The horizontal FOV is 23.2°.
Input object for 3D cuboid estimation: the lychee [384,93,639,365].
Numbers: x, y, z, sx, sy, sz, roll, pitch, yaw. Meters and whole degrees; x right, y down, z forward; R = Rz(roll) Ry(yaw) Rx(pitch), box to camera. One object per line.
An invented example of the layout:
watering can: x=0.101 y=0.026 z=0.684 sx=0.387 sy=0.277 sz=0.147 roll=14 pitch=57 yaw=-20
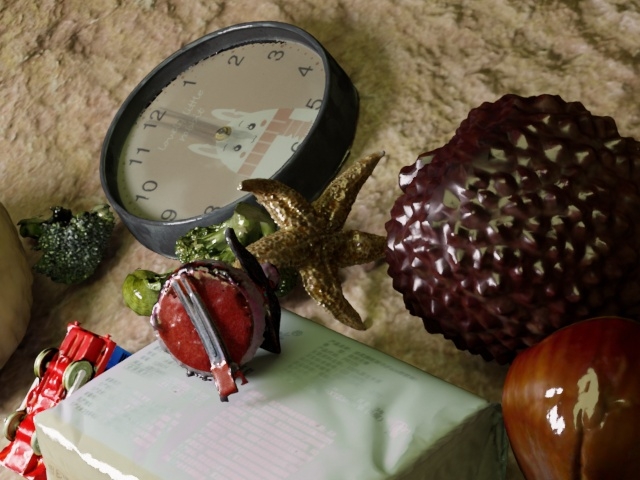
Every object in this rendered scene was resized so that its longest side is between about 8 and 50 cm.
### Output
lychee: x=0.226 y=-0.007 z=1.702 sx=0.330 sy=0.306 sz=0.306 roll=35 pitch=75 yaw=20

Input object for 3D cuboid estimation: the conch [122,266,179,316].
conch: x=-0.216 y=0.060 z=2.066 sx=0.089 sy=0.074 sz=0.121 roll=-40 pitch=3 yaw=-25

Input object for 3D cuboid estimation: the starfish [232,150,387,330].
starfish: x=0.000 y=0.000 z=1.922 sx=0.277 sy=0.236 sz=0.062 roll=-41 pitch=-1 yaw=-30

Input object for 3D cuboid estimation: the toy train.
toy train: x=-0.317 y=0.212 z=1.974 sx=0.083 sy=0.131 sz=0.204 roll=19 pitch=77 yaw=35

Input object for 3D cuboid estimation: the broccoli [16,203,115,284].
broccoli: x=-0.374 y=-0.006 z=2.216 sx=0.204 sy=0.118 sz=0.122 roll=17 pitch=94 yaw=57

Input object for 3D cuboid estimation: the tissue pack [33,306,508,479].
tissue pack: x=-0.054 y=0.250 z=1.663 sx=0.332 sy=0.205 sz=0.405 roll=-31 pitch=35 yaw=-33

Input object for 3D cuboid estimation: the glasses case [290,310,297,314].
glasses case: x=-0.092 y=0.142 z=1.944 sx=0.164 sy=0.041 sz=0.063 roll=-29 pitch=43 yaw=9

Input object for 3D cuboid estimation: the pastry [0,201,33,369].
pastry: x=-0.591 y=0.067 z=2.114 sx=0.389 sy=0.312 sz=0.388 roll=-18 pitch=51 yaw=23

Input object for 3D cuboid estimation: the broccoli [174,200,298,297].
broccoli: x=-0.099 y=0.027 z=1.979 sx=0.162 sy=0.146 sz=0.138 roll=41 pitch=125 yaw=42

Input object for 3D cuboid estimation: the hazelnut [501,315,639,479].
hazelnut: x=0.293 y=0.191 z=1.537 sx=0.229 sy=0.229 sz=0.229 roll=-17 pitch=47 yaw=19

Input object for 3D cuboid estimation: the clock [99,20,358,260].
clock: x=-0.135 y=-0.149 z=2.188 sx=0.386 sy=0.076 sz=0.386 roll=-17 pitch=47 yaw=19

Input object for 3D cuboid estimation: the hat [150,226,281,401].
hat: x=-0.085 y=0.072 z=1.697 sx=0.140 sy=0.227 sz=0.129 roll=44 pitch=114 yaw=7
